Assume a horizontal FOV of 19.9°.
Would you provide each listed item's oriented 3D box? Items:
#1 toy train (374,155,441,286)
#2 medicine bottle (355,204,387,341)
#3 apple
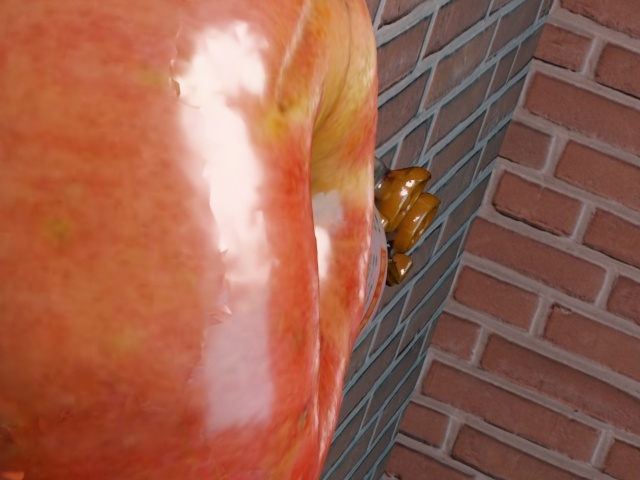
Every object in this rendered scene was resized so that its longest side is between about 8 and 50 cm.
[{"bbox_3d":[0.000,0.000,1.916,0.231,0.163,0.369,-58,169,-3],"label":"toy train"},{"bbox_3d":[-0.078,-0.001,1.422,0.388,0.219,0.219,33,80,-77],"label":"medicine bottle"},{"bbox_3d":[-0.145,-0.017,0.788,0.364,0.364,0.363,23,90,-78],"label":"apple"}]
